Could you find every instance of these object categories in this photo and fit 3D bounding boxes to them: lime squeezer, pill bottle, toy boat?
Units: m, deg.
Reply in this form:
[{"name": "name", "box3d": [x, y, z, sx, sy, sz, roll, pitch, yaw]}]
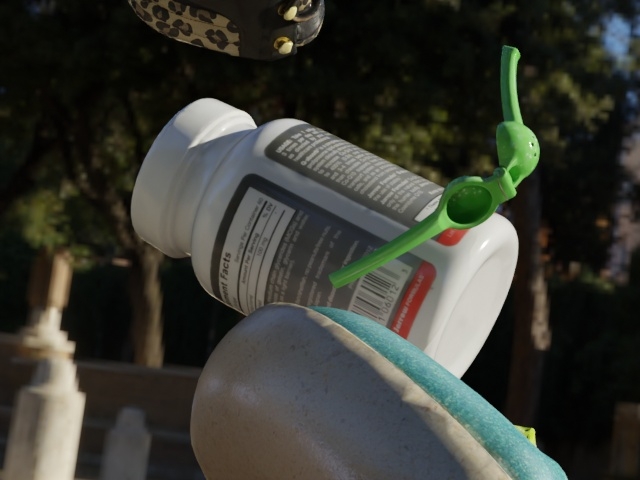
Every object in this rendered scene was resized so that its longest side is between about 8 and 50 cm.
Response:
[{"name": "lime squeezer", "box3d": [0.133, -0.065, 1.319, 0.110, 0.310, 0.059, 27, -22, 27]}, {"name": "pill bottle", "box3d": [0.000, 0.000, 1.461, 0.363, 0.210, 0.210, 28, -1, 21]}, {"name": "toy boat", "box3d": [0.049, 0.169, 0.768, 0.148, 0.318, 0.267, -29, 42, -25]}]

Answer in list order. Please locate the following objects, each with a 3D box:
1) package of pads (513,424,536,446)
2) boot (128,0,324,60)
[{"name": "package of pads", "box3d": [0.057, 0.195, 1.094, 0.229, 0.101, 0.296, 12, -19, 13]}, {"name": "boot", "box3d": [-0.004, -0.276, 1.197, 0.377, 0.138, 0.284, 5, -30, -3]}]
